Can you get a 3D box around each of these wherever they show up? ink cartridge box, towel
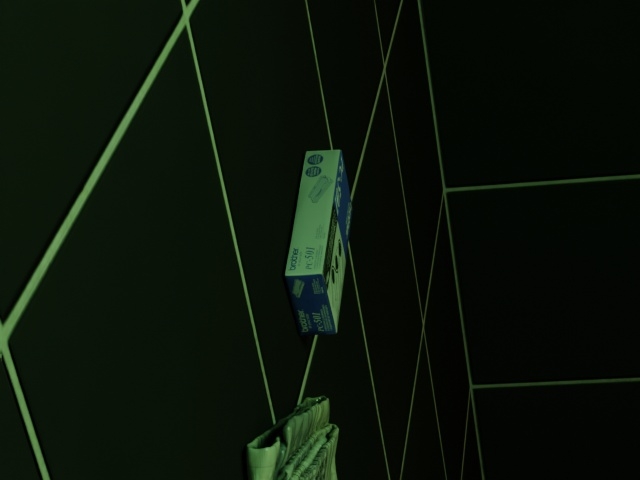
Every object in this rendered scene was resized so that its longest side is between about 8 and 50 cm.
[{"bbox_3d":[0.000,0.000,1.695,0.207,0.046,0.097,-82,165,-46],"label":"ink cartridge box"},{"bbox_3d":[-0.008,0.332,1.528,0.312,0.056,0.324,-19,104,-78],"label":"towel"}]
